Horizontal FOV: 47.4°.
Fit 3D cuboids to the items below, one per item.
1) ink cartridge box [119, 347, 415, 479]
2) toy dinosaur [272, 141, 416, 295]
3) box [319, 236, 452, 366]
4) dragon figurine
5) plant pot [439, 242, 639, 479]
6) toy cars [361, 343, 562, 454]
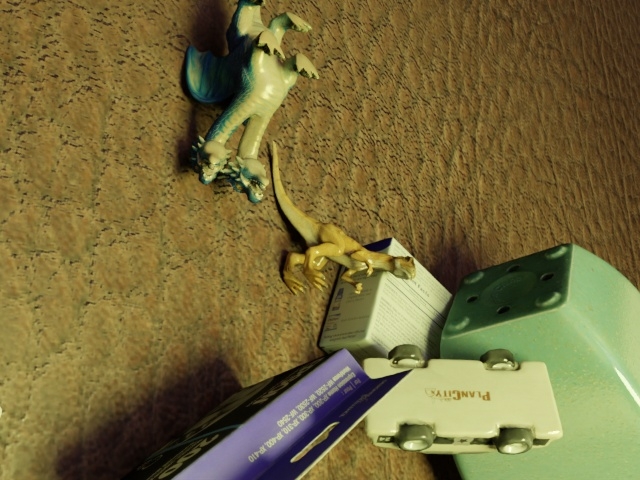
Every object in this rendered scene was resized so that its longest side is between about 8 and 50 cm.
[{"bbox_3d":[-0.059,0.155,0.562,0.206,0.208,0.045,-30,91,-48],"label":"ink cartridge box"},{"bbox_3d":[0.000,0.000,0.789,0.212,0.064,0.112,34,58,6],"label":"toy dinosaur"},{"bbox_3d":[0.079,0.090,0.835,0.126,0.072,0.137,42,50,-31],"label":"box"},{"bbox_3d":[-0.083,-0.176,0.748,0.085,0.144,0.289,22,42,-39],"label":"dragon figurine"},{"bbox_3d":[0.268,0.155,0.849,0.252,0.248,0.247,59,32,-16],"label":"plant pot"},{"bbox_3d":[0.053,0.219,0.674,0.394,0.087,0.176,-32,60,-27],"label":"toy cars"}]
